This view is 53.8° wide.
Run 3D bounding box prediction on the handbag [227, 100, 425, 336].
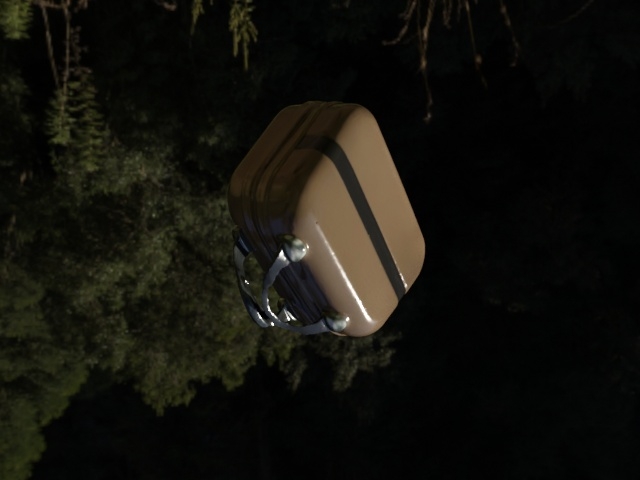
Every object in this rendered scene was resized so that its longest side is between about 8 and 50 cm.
[{"bbox_3d":[0.000,0.000,0.833,0.149,0.283,0.302,12,140,39],"label":"handbag"}]
